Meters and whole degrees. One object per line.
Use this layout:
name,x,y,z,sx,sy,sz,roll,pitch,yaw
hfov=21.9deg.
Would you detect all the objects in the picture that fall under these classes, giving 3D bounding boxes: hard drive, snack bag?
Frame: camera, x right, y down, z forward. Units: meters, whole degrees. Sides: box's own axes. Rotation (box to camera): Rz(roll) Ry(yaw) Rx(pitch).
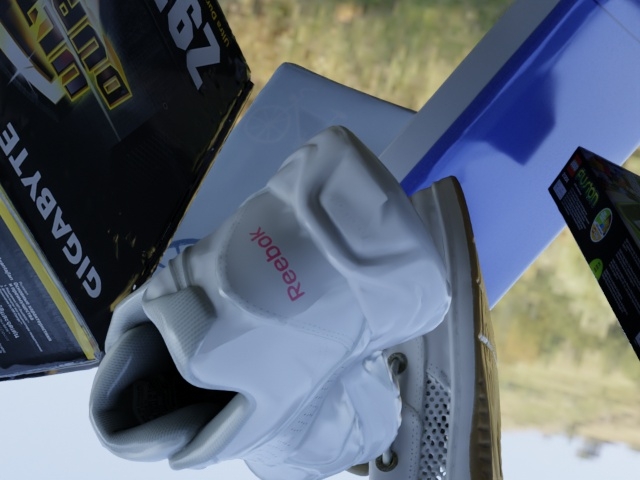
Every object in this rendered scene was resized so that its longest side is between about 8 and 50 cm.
hard drive,0.102,-0.032,1.030,0.040,0.318,0.210,47,-167,28
snack bag,0.000,0.000,1.569,0.323,0.342,0.037,23,160,28

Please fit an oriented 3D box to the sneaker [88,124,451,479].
sneaker,-0.032,0.044,0.596,0.090,0.115,0.232,56,163,20

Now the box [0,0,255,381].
box,-0.160,-0.134,0.818,0.079,0.322,0.257,-10,-147,24

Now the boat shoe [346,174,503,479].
boat shoe,0.043,0.094,0.843,0.096,0.277,0.098,-6,151,12

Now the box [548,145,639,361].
box,0.208,0.027,0.937,0.114,0.036,0.207,24,-157,-21
